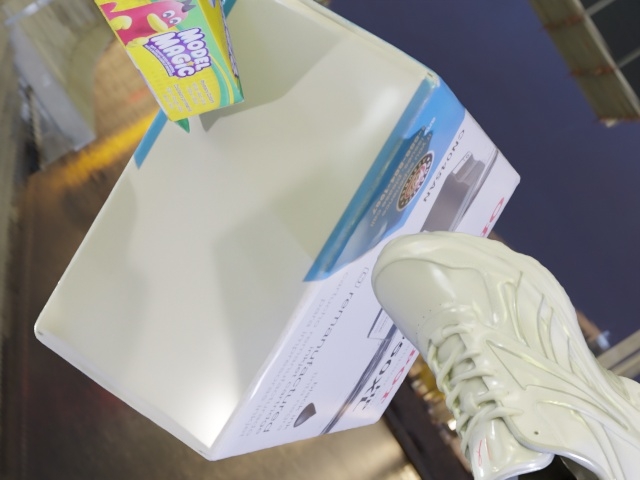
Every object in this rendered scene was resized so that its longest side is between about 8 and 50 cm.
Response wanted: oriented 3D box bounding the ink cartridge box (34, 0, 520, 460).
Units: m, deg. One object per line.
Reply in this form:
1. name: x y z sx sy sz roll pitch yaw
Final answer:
1. ink cartridge box: 0.000 0.000 0.873 0.166 0.285 0.395 32 5 18

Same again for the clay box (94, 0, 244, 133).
1. clay box: -0.092 -0.157 0.598 0.222 0.053 0.127 64 11 -72

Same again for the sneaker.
1. sneaker: 0.108 0.087 0.617 0.232 0.115 0.090 42 -49 15
